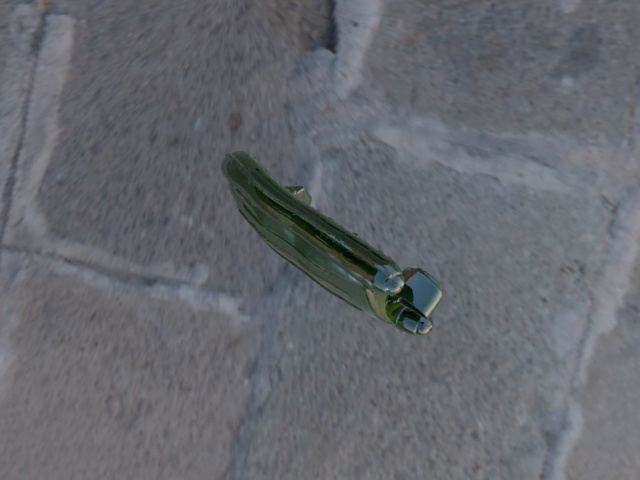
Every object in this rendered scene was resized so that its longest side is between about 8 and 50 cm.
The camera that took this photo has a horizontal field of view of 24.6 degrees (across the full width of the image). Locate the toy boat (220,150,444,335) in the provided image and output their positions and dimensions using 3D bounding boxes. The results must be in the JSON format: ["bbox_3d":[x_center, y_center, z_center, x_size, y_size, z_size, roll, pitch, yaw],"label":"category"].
[{"bbox_3d":[0.000,0.000,1.058,0.210,0.104,0.052,37,84,32],"label":"toy boat"}]
